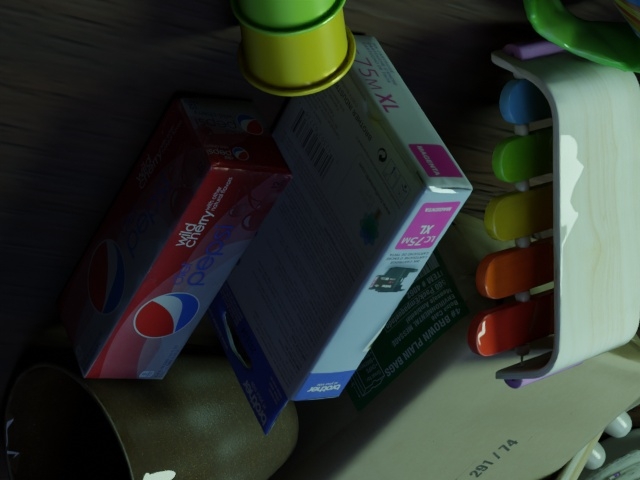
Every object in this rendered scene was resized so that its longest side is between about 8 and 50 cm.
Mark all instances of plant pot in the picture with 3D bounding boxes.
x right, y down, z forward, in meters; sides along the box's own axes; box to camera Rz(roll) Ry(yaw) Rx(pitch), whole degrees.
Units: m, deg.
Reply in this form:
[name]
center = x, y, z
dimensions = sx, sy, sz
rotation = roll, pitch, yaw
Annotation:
[plant pot]
center = -0.142, 0.189, 1.684
dimensions = 0.230, 0.215, 0.215
rotation = -16, 145, -39

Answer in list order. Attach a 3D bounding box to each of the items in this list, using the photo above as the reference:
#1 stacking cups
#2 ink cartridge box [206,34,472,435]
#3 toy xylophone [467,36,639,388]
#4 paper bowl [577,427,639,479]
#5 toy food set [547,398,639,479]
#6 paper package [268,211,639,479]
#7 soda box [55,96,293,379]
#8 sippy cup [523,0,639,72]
[stacking cups]
center = -0.039, -0.246, 1.297
dimensions = 0.096, 0.096, 0.316
rotation = -22, 140, -9
[ink cartridge box]
center = 0.000, 0.000, 1.533
dimensions = 0.065, 0.186, 0.311
rotation = 0, 136, -37
[toy xylophone]
center = 0.239, -0.025, 1.613
dimensions = 0.236, 0.081, 0.323
rotation = -5, 103, -43
[paper bowl]
center = 0.398, 0.346, 2.268
dimensions = 0.284, 0.148, 0.284
rotation = -19, 144, -15
[toy food set]
center = 0.258, 0.291, 1.990
dimensions = 0.306, 0.092, 0.220
rotation = -52, -174, -37
[paper package]
center = 0.128, 0.153, 1.829
dimensions = 0.309, 0.168, 0.325
rotation = 16, 126, -45
[soda box]
center = -0.129, 0.003, 1.529
dimensions = 0.083, 0.092, 0.263
rotation = 4, 134, -36
[sippy cup]
center = 0.314, -0.243, 1.431
dimensions = 0.224, 0.240, 0.305
rotation = 32, 105, -39
